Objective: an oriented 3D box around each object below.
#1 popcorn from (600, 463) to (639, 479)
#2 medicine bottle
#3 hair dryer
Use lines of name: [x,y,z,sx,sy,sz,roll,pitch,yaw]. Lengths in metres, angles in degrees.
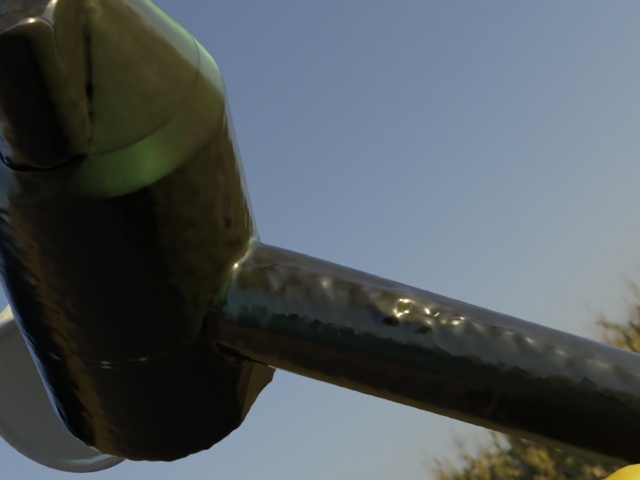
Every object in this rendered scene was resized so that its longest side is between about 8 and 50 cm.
popcorn: [0.091,0.174,0.432,0.191,0.190,0.253,-6,1,41]
medicine bottle: [-0.172,0.061,1.098,0.165,0.165,0.273,-50,6,29]
hair dryer: [0.000,0.000,0.496,0.244,0.302,0.116,82,-152,-48]
